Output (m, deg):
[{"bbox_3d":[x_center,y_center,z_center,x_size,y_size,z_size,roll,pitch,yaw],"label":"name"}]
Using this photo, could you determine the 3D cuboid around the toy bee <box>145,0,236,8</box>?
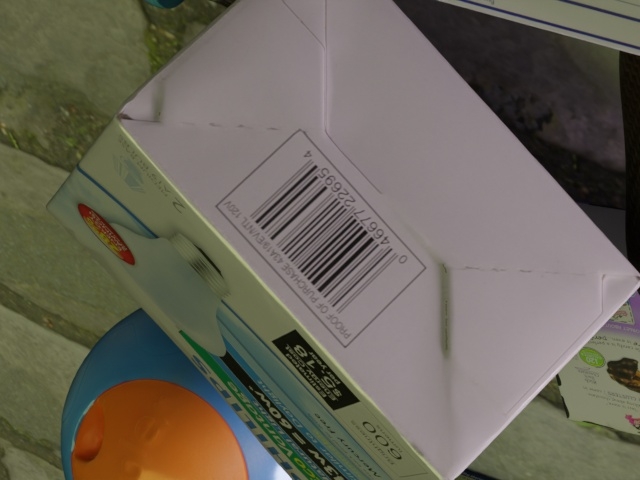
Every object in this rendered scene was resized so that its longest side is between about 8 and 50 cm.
[{"bbox_3d":[-0.139,-0.271,1.524,0.195,0.298,0.162,18,103,4],"label":"toy bee"}]

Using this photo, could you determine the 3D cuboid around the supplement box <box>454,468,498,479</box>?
[{"bbox_3d":[0.154,0.280,1.923,0.083,0.083,0.056,17,139,29],"label":"supplement box"}]

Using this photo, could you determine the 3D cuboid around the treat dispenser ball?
[{"bbox_3d":[-0.105,0.192,1.893,0.288,0.288,0.288,24,142,21],"label":"treat dispenser ball"}]

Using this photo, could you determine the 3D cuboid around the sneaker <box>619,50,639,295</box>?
[{"bbox_3d":[0.286,-0.093,1.417,0.106,0.123,0.290,-115,18,-59],"label":"sneaker"}]

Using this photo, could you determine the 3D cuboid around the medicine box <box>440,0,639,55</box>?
[{"bbox_3d":[0.154,-0.280,1.199,0.263,0.149,0.289,20,140,27],"label":"medicine box"}]

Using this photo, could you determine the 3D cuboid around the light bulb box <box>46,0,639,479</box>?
[{"bbox_3d":[0.000,0.000,1.542,0.358,0.225,0.361,48,162,-3],"label":"light bulb box"}]

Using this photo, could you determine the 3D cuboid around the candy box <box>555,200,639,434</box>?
[{"bbox_3d":[0.268,0.072,1.607,0.165,0.070,0.196,11,135,34],"label":"candy box"}]
